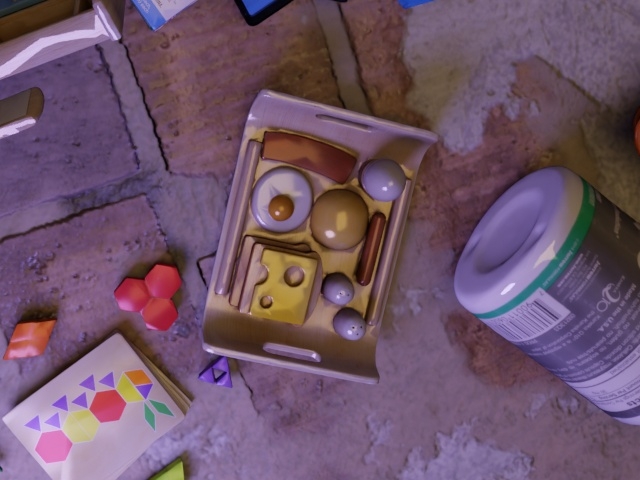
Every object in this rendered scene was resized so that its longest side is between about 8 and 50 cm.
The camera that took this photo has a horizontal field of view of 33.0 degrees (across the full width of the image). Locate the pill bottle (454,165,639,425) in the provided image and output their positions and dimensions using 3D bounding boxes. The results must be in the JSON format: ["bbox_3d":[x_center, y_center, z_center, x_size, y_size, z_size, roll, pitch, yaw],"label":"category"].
[{"bbox_3d":[0.355,0.091,1.296,0.361,0.204,0.204,36,90,-15],"label":"pill bottle"}]

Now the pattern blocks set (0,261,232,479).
[{"bbox_3d":[-0.260,0.204,1.277,0.324,0.026,0.286,-29,103,-6],"label":"pattern blocks set"}]

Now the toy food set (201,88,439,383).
[{"bbox_3d":[0.000,0.000,1.248,0.219,0.092,0.306,12,95,-15],"label":"toy food set"}]

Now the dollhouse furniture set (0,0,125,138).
[{"bbox_3d":[-0.341,-0.286,1.000,0.198,0.286,0.303,-19,129,9],"label":"dollhouse furniture set"}]

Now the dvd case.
[{"bbox_3d":[0.017,-0.045,1.302,0.119,0.013,0.087,-35,104,-3],"label":"dvd case"}]

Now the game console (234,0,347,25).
[{"bbox_3d":[-0.041,-0.289,1.192,0.107,0.122,0.071,18,70,27],"label":"game console"}]

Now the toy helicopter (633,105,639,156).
[{"bbox_3d":[0.544,-0.074,1.273,0.235,0.140,0.355,-34,91,19],"label":"toy helicopter"}]

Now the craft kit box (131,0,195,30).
[{"bbox_3d":[-0.160,-0.403,1.188,0.246,0.061,0.250,-36,104,-2],"label":"craft kit box"}]

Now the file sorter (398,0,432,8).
[{"bbox_3d":[0.099,-0.365,1.216,0.104,0.118,0.170,-42,104,-7],"label":"file sorter"}]
